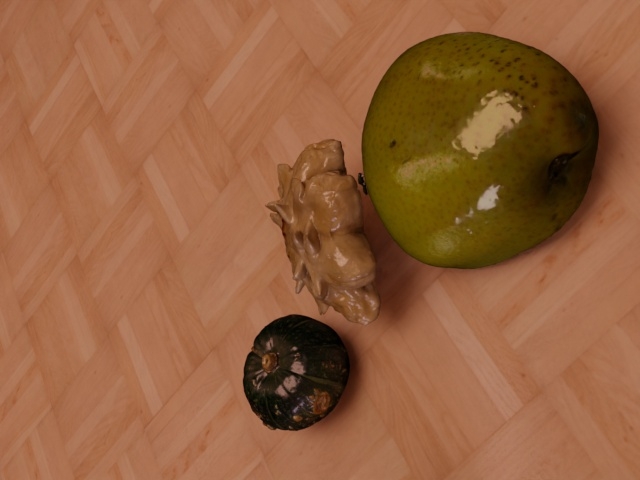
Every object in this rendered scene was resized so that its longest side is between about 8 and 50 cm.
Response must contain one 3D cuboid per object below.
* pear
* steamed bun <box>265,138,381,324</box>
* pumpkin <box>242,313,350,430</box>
[{"bbox_3d":[0.230,-0.140,1.318,0.318,0.239,0.342,-4,76,52],"label":"pear"},{"bbox_3d":[0.000,0.000,1.474,0.292,0.137,0.295,-117,15,-53],"label":"steamed bun"},{"bbox_3d":[-0.042,0.215,1.543,0.190,0.146,0.190,0,90,39],"label":"pumpkin"}]
